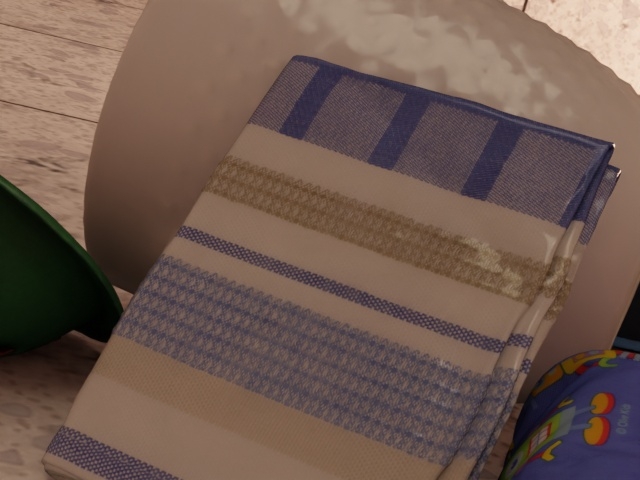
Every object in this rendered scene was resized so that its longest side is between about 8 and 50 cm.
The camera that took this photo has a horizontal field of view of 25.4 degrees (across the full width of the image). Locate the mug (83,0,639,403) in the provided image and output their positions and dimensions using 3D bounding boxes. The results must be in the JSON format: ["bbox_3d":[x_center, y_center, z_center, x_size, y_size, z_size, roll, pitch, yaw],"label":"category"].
[{"bbox_3d":[0.036,-0.008,0.905,0.328,0.276,0.374,22,45,13],"label":"mug"}]

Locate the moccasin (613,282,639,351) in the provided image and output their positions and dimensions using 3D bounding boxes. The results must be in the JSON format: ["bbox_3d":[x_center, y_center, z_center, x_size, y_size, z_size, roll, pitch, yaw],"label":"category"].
[{"bbox_3d":[0.292,0.029,1.114,0.342,0.116,0.138,6,6,-9],"label":"moccasin"}]

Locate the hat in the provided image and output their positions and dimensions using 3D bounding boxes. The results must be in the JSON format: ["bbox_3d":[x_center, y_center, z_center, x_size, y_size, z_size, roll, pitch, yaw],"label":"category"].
[{"bbox_3d":[-0.232,0.060,0.801,0.173,0.183,0.208,28,-24,18],"label":"hat"}]

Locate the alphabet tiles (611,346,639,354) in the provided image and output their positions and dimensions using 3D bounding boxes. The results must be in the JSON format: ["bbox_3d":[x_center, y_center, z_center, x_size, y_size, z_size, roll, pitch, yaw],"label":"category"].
[{"bbox_3d":[0.400,0.109,1.109,0.285,0.011,0.343,3,8,-35],"label":"alphabet tiles"}]

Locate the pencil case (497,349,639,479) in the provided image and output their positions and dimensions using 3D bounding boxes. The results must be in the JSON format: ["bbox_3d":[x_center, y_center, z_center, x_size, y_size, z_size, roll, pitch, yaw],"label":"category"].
[{"bbox_3d":[0.128,0.138,0.621,0.119,0.133,0.306,37,17,4],"label":"pencil case"}]

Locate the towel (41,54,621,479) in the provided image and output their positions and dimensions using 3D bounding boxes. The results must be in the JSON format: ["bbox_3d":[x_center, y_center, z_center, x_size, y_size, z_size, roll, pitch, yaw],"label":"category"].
[{"bbox_3d":[0.011,0.038,0.723,0.209,0.285,0.034,19,-27,21],"label":"towel"}]
